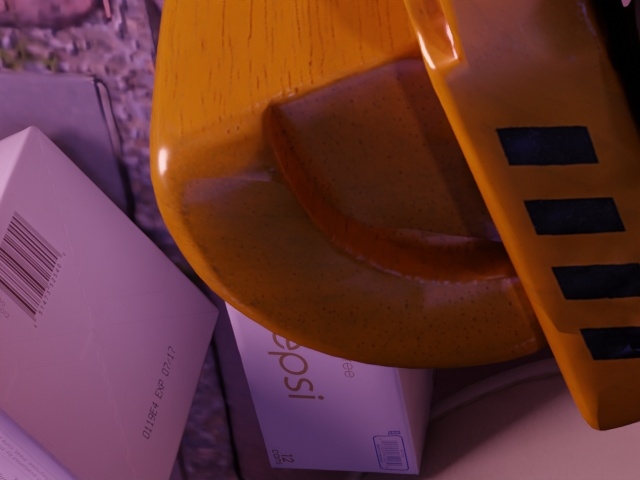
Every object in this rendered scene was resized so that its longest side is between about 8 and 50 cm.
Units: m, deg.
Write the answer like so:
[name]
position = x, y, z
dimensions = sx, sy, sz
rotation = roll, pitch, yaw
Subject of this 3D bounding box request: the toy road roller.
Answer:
[toy road roller]
position = 0.091, -0.024, 0.605
dimensions = 0.241, 0.202, 0.329
rotation = -17, 125, 13

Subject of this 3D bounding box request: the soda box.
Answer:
[soda box]
position = 0.000, 0.000, 0.775
dimensions = 0.069, 0.074, 0.216
rotation = 1, 133, 14

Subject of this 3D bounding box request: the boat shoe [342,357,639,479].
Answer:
[boat shoe]
position = 0.167, 0.107, 0.800
dimensions = 0.340, 0.127, 0.113
rotation = -23, 137, 21

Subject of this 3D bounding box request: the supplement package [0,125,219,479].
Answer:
[supplement package]
position = -0.191, 0.075, 0.856
dimensions = 0.244, 0.139, 0.134
rotation = -22, 126, 31
